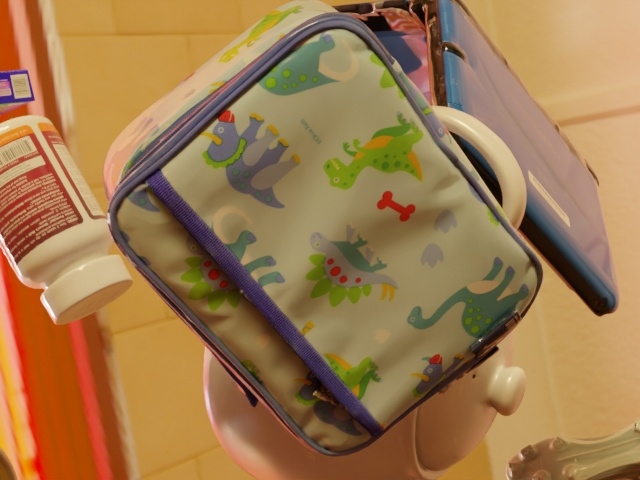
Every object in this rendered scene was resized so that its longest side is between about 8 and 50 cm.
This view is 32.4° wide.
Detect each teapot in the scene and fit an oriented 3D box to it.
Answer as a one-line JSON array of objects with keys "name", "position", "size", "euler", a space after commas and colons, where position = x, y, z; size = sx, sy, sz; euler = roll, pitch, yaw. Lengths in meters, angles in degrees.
[{"name": "teapot", "position": [0.053, 0.072, 0.768], "size": [0.187, 0.256, 0.253], "euler": [15, -112, 27]}]

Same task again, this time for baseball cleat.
[{"name": "baseball cleat", "position": [0.317, 0.260, 1.238], "size": [0.205, 0.072, 0.109], "euler": [-17, -48, 18]}]

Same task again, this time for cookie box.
[{"name": "cookie box", "position": [-0.398, -0.167, 1.281], "size": [0.107, 0.091, 0.040], "euler": [-6, -84, 52]}]

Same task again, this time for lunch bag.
[{"name": "lunch bag", "position": [0.000, 0.000, 0.591], "size": [0.176, 0.090, 0.219], "euler": [-37, -65, 1]}]

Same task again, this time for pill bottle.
[{"name": "pill bottle", "position": [-0.312, -0.022, 1.260], "size": [0.121, 0.121, 0.221], "euler": [-37, -100, 36]}]

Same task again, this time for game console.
[{"name": "game console", "position": [0.119, -0.072, 0.992], "size": [0.173, 0.293, 0.250], "euler": [-25, -136, 28]}]

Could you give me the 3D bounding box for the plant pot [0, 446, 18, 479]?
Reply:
[{"name": "plant pot", "position": [-0.396, 0.246, 0.922], "size": [0.238, 0.254, 0.254], "euler": [-4, -83, 18]}]
